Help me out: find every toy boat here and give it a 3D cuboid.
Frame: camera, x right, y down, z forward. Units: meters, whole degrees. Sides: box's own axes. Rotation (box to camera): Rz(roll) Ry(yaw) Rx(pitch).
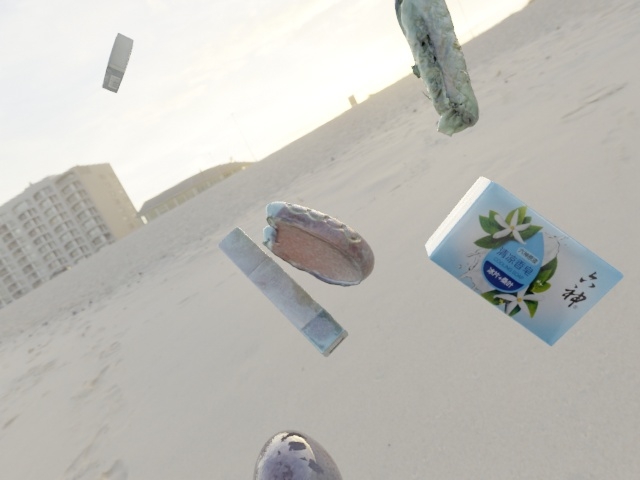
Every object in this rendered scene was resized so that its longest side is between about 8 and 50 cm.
[{"bbox_3d":[0.000,0.000,0.773,0.085,0.227,0.155,-61,-5,-35],"label":"toy boat"}]

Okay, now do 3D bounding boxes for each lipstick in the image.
[{"bbox_3d":[-0.094,0.114,0.956,0.076,0.371,0.080,-45,-23,-8],"label":"lipstick"}]

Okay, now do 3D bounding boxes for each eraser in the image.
[{"bbox_3d":[-0.556,-0.478,1.108,0.046,0.092,0.212,17,-7,-32],"label":"eraser"}]

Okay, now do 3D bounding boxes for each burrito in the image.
[{"bbox_3d":[0.204,-0.339,0.717,0.096,0.309,0.066,-18,-1,-16],"label":"burrito"}]

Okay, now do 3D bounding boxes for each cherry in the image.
[{"bbox_3d":[-0.013,0.335,0.543,0.148,0.188,0.115,3,57,55],"label":"cherry"}]

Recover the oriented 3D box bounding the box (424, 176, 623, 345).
[{"bbox_3d":[0.294,0.029,0.610,0.142,0.232,0.083,-54,-1,16],"label":"box"}]
